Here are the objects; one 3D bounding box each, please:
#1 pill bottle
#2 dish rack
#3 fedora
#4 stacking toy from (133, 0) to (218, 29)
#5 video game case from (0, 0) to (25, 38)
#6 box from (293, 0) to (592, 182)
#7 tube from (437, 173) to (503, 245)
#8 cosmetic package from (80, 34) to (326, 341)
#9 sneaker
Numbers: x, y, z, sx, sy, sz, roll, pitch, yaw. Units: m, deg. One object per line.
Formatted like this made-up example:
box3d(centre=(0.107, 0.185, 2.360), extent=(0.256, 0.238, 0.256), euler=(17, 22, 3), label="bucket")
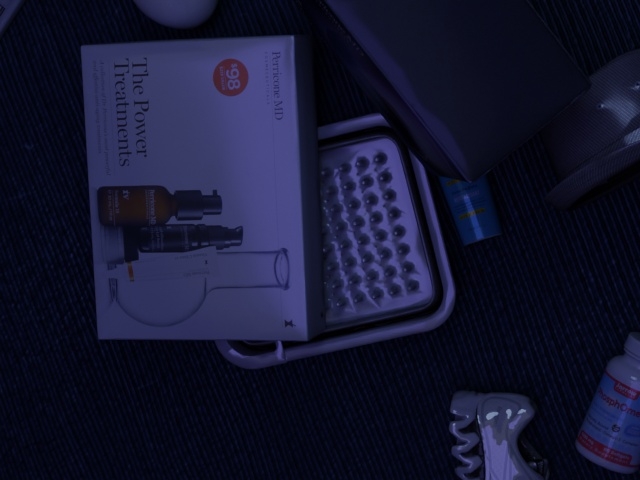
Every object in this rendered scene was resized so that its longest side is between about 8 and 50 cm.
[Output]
box3d(centre=(0.378, 0.197, 1.913), extent=(0.087, 0.087, 0.160), euler=(23, 104, 13), label="pill bottle")
box3d(centre=(0.000, 0.000, 2.013), extent=(0.332, 0.072, 0.286), euler=(-13, 93, 19), label="dish rack")
box3d(centre=(0.362, -0.144, 1.791), extent=(0.275, 0.244, 0.124), euler=(-29, 82, 12), label="fedora")
box3d(centre=(-0.283, -0.474, 1.961), extent=(0.350, 0.350, 0.480), euler=(-32, 107, 19), label="stacking toy")
box3d(centre=(-0.466, -0.398, 2.128), extent=(0.193, 0.023, 0.212), euler=(40, 108, 8), label="video game case")
box3d(centre=(0.121, -0.232, 1.770), extent=(0.182, 0.294, 0.296), euler=(-39, 95, -1), label="box")
box3d(centre=(0.173, -0.098, 1.960), extent=(0.080, 0.052, 0.207), euler=(-19, 86, 10), label="tube")
box3d(centre=(-0.146, -0.065, 1.964), extent=(0.284, 0.097, 0.377), euler=(-1, 97, 14), label="cosmetic package")
box3d(centre=(0.233, 0.331, 1.975), extent=(0.118, 0.110, 0.292), euler=(-6, 96, 9), label="sneaker")
